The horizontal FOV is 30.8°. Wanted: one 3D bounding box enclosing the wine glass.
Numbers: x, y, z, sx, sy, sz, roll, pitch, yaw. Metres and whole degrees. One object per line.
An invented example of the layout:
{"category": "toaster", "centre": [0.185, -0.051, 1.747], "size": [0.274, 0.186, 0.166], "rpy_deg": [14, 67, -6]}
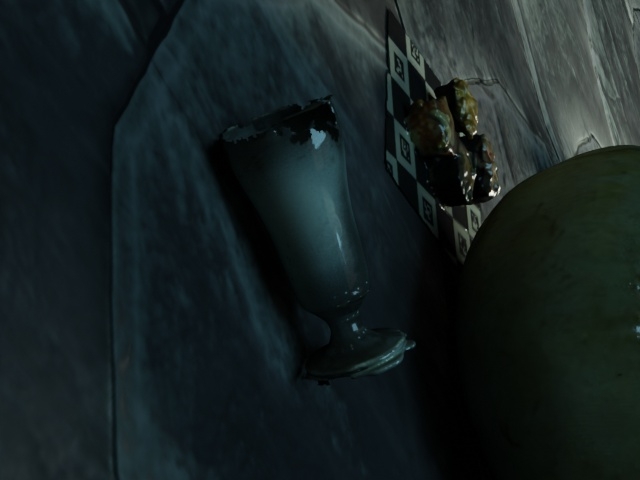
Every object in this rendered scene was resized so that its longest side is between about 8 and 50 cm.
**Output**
{"category": "wine glass", "centre": [0.000, 0.000, 0.672], "size": [0.072, 0.072, 0.155], "rpy_deg": [-44, 117, -63]}

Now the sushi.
{"category": "sushi", "centre": [0.119, -0.079, 1.008], "size": [0.210, 0.040, 0.192], "rpy_deg": [47, 37, -46]}

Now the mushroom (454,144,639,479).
{"category": "mushroom", "centre": [0.251, 0.093, 0.933], "size": [0.352, 0.260, 0.352], "rpy_deg": [-10, 90, -70]}
